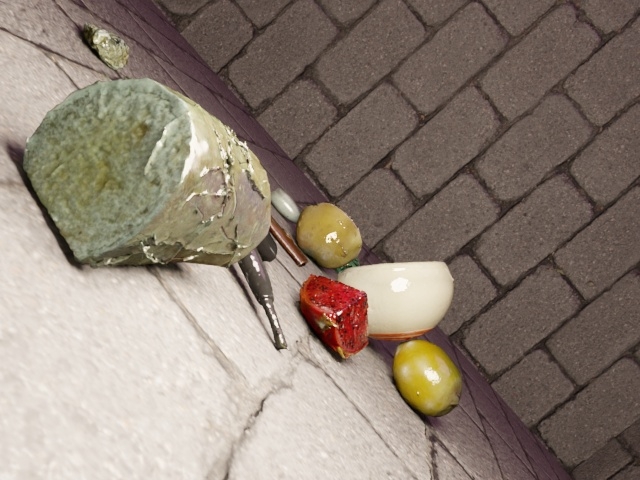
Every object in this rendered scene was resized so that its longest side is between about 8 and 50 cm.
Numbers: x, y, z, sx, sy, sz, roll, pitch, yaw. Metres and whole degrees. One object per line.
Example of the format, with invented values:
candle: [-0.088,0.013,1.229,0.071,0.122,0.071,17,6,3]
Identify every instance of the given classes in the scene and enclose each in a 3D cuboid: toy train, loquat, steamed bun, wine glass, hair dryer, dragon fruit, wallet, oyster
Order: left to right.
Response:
oyster: [-0.475,-0.437,1.457,0.125,0.064,0.177,37,11,-39]
hair dryer: [-0.108,0.047,1.084,0.303,0.120,0.359,64,2,-56]
wallet: [-0.093,-0.010,1.614,0.176,0.026,0.095,50,5,7]
wine glass: [-0.072,-0.072,1.928,0.198,0.066,0.066,49,7,1]
dragon fruit: [0.009,0.145,1.241,0.161,0.120,0.127,23,32,39]
toy train: [0.053,0.047,2.045,0.172,0.070,0.099,51,15,15]
steamed bun: [0.170,0.144,1.527,0.283,0.283,0.177,16,69,-77]
loquat: [0.234,0.302,1.467,0.195,0.152,0.152,44,3,36]

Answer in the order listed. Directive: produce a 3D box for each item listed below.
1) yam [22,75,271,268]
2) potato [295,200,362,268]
yam: [-0.174,-0.064,0.777,0.202,0.201,0.271,52,1,20]
potato: [0.000,0.000,1.774,0.202,0.182,0.117,43,49,9]
